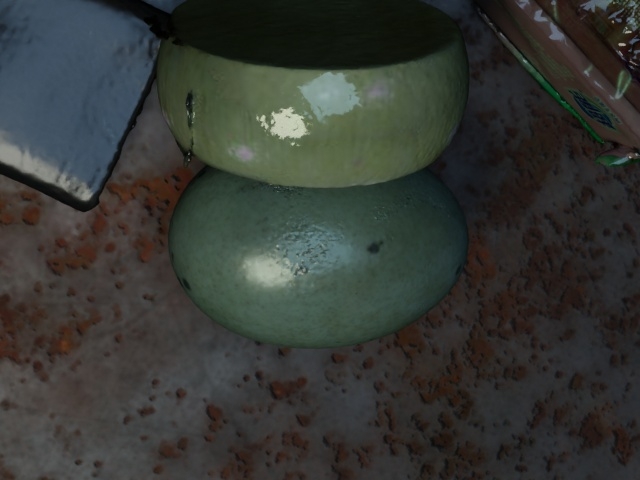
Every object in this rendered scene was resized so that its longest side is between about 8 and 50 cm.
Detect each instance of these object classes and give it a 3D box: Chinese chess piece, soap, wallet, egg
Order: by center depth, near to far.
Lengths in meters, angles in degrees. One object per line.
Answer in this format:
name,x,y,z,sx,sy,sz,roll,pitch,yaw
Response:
Chinese chess piece,-0.009,-0.120,0.851,0.237,0.238,0.092,-3,120,-12
wallet,-0.283,-0.161,0.876,0.321,0.044,0.171,25,95,-13
egg,0.000,0.000,0.907,0.236,0.169,0.169,4,101,-15
soap,0.226,-0.219,0.948,0.273,0.098,0.218,43,90,-18
